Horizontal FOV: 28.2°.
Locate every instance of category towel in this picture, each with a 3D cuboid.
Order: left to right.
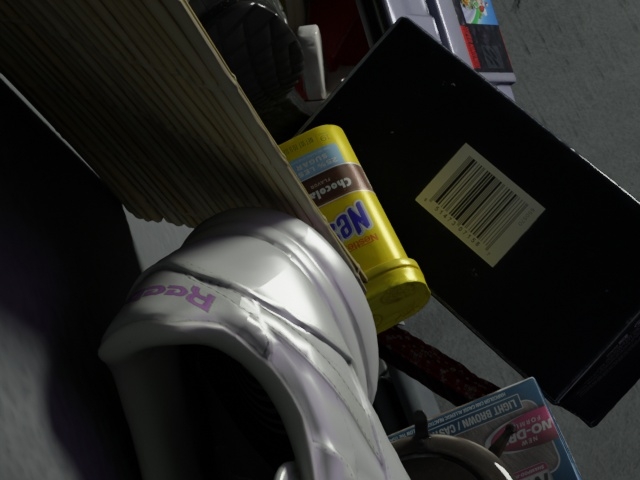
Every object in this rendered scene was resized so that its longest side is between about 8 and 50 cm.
[{"bbox_3d":[0.101,0.121,1.267,0.275,0.031,0.199,31,-8,17],"label":"towel"}]

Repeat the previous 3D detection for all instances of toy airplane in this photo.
[{"bbox_3d":[-0.029,-0.255,1.627,0.384,0.272,0.386,24,77,-68],"label":"toy airplane"}]

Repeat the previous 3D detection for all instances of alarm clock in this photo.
[{"bbox_3d":[0.066,0.199,0.761,0.064,0.129,0.192,55,31,-57],"label":"alarm clock"}]

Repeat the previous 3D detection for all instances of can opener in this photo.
[{"bbox_3d":[0.074,0.169,1.509,0.095,0.076,0.283,21,32,-34],"label":"can opener"}]

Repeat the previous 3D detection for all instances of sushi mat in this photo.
[{"bbox_3d":[-0.079,-0.054,0.536,0.151,0.019,0.316,18,-16,21],"label":"sushi mat"}]

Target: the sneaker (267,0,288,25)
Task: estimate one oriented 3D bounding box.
[{"bbox_3d":[-0.136,-0.291,1.357,0.286,0.109,0.130,55,11,1],"label":"sneaker"}]

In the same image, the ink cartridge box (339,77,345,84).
[{"bbox_3d":[0.051,-0.083,1.515,0.275,0.060,0.239,-31,118,-67],"label":"ink cartridge box"}]

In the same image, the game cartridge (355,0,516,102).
[{"bbox_3d":[0.127,-0.296,1.546,0.230,0.068,0.355,-10,81,-47],"label":"game cartridge"}]

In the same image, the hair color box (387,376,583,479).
[{"bbox_3d":[0.145,0.235,1.117,0.347,0.174,0.105,56,12,-66],"label":"hair color box"}]

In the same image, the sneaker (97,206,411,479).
[{"bbox_3d":[-0.004,0.142,0.516,0.305,0.114,0.152,63,21,-4],"label":"sneaker"}]

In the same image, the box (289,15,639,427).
[{"bbox_3d":[0.177,-0.005,1.232,0.343,0.179,0.312,43,2,20],"label":"box"}]

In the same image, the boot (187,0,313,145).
[{"bbox_3d":[-0.111,-0.196,1.124,0.223,0.118,0.338,59,-4,13],"label":"boot"}]

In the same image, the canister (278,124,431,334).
[{"bbox_3d":[0.000,0.000,1.067,0.170,0.126,0.073,64,4,28],"label":"canister"}]
